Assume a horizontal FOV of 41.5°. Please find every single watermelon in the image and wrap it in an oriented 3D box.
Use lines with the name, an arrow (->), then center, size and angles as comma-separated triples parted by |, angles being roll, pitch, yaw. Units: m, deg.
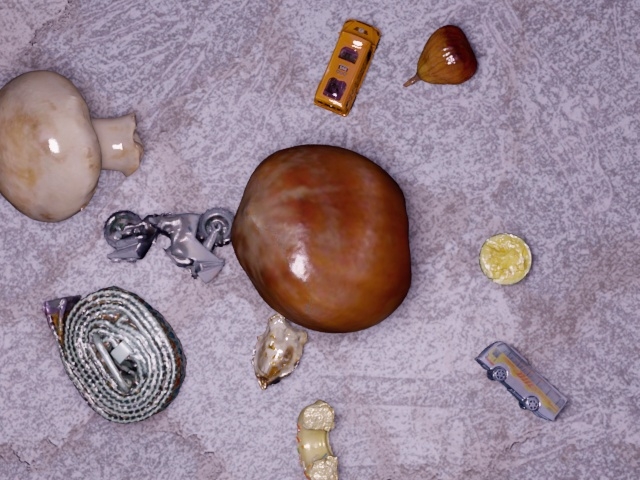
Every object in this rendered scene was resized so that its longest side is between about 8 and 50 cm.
watermelon -> 0.370, 0.039, 1.700 | 0.105, 0.062, 0.106 | -1, 82, 8

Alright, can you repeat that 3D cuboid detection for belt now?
belt -> -0.394, 0.215, 1.667 | 0.206, 0.160, 0.295 | -27, 87, 0

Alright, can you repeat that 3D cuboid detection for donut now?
donut -> -0.011, 0.397, 1.668 | 0.065, 0.108, 0.166 | -5, 89, -19

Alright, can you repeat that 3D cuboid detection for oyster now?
oyster -> -0.091, 0.231, 1.710 | 0.103, 0.051, 0.148 | 32, 73, 6

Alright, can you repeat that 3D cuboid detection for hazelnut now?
hazelnut -> 0.005, 0.003, 1.576 | 0.365, 0.366, 0.366 | 0, 87, 2

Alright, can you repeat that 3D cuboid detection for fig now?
fig -> 0.253, -0.357, 1.722 | 0.119, 0.153, 0.119 | 15, 51, -19

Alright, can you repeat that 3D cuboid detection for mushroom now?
mushroom -> -0.504, -0.187, 1.672 | 0.290, 0.297, 0.298 | -10, 86, -36

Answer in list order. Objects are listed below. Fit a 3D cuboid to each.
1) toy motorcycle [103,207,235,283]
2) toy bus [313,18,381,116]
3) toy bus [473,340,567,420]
toy motorcycle -> -0.300, 0.012, 1.706 | 0.270, 0.106, 0.159 | -3, 81, -2
toy bus -> 0.055, -0.358, 1.719 | 0.083, 0.088, 0.195 | 22, 88, 4
toy bus -> 0.399, 0.280, 1.686 | 0.190, 0.064, 0.075 | 43, 83, 4
